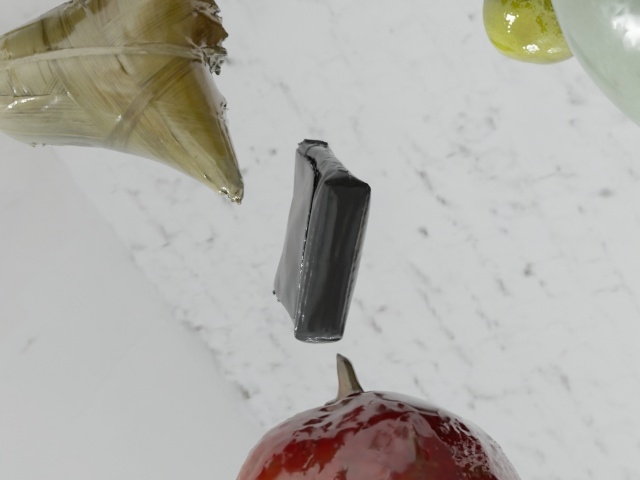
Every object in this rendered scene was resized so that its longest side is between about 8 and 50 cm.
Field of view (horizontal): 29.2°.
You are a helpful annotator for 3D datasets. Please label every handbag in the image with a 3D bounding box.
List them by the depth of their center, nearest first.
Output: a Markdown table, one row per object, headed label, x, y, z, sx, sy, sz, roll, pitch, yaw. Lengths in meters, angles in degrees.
| label | x | y | z | sx | sy | sz | roll | pitch | yaw |
| --- | --- | --- | --- | --- | --- | --- | --- | --- | --- |
| handbag | 0.000 | 0.000 | 1.670 | 0.080 | 0.223 | 0.247 | 7 | -73 | -13 |

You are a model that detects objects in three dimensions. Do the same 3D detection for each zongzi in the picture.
| label | x | y | z | sx | sy | sz | roll | pitch | yaw |
| --- | --- | --- | --- | --- | --- | --- | --- | --- | --- |
| zongzi | -0.153 | -0.089 | 0.898 | 0.099 | 0.194 | 0.197 | 34 | -142 | -67 |

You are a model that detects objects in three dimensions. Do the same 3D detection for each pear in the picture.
| label | x | y | z | sx | sy | sz | roll | pitch | yaw |
| --- | --- | --- | --- | --- | --- | --- | --- | --- | --- |
| pear | 0.228 | -0.257 | 1.291 | 0.104 | 0.141 | 0.141 | 29 | -125 | -38 |

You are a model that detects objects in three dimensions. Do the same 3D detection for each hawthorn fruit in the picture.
| label | x | y | z | sx | sy | sz | roll | pitch | yaw |
| --- | --- | --- | --- | --- | --- | --- | --- | --- | --- |
| hawthorn fruit | 0.042 | 0.199 | 0.837 | 0.215 | 0.215 | 0.250 | 8 | -121 | -46 |

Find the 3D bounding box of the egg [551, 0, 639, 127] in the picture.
| label | x | y | z | sx | sy | sz | roll | pitch | yaw |
| --- | --- | --- | --- | --- | --- | --- | --- | --- | --- |
| egg | 0.332 | -0.196 | 0.989 | 0.258 | 0.258 | 0.352 | 4 | -141 | -47 |
